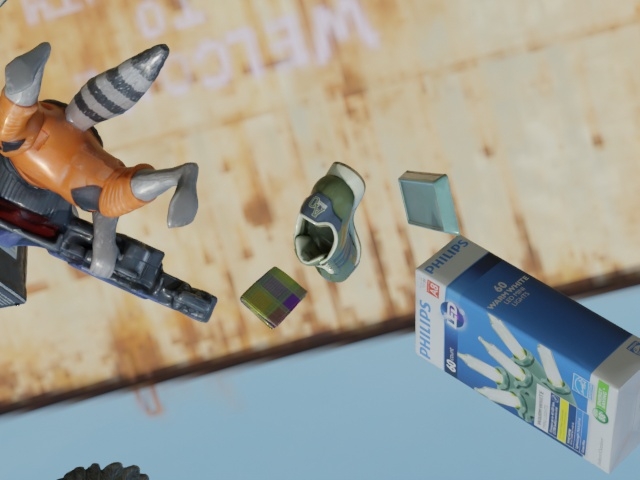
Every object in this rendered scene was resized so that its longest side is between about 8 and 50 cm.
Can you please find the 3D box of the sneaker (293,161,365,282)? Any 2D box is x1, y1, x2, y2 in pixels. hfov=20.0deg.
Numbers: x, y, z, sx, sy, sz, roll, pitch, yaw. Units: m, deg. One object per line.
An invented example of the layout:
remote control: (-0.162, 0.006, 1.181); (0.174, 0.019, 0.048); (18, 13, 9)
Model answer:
sneaker: (0.000, 0.000, 2.000); (0.064, 0.192, 0.086); (31, -123, 17)

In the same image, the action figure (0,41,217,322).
action figure: (-0.207, -0.061, 1.690); (0.341, 0.178, 0.330); (27, 164, -21)

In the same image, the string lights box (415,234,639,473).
string lights box: (0.220, 0.115, 1.877); (0.259, 0.133, 0.077); (31, -127, 31)

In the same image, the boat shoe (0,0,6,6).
boat shoe: (-0.370, -0.251, 1.946); (0.137, 0.049, 0.043); (-47, -170, -9)

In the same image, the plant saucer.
plant saucer: (0.116, -0.041, 1.988); (0.018, 0.067, 0.192); (-13, -174, -8)

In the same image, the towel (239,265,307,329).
towel: (-0.059, 0.071, 2.265); (0.083, 0.060, 0.009); (-46, 173, -43)

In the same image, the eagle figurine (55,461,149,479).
eagle figurine: (-0.275, 0.425, 2.084); (0.298, 0.226, 0.225); (-47, -159, 10)

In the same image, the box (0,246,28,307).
box: (-0.434, 0.000, 1.992); (0.207, 0.153, 0.108); (-9, 155, 18)
